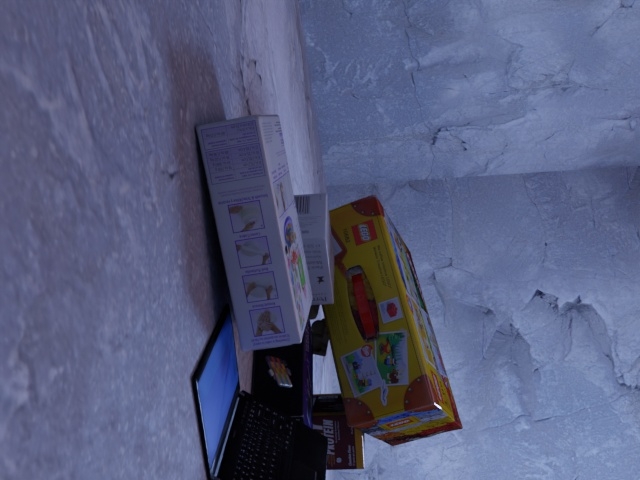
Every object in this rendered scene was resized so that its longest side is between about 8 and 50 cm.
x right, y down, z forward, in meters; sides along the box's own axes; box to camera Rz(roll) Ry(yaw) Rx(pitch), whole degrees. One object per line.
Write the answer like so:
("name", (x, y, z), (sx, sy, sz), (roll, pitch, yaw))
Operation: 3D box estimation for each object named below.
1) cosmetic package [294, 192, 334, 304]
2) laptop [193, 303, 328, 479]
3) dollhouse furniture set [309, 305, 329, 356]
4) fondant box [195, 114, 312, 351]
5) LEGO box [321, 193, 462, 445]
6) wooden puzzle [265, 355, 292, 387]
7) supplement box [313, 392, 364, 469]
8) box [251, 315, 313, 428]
("cosmetic package", (-0.053, 0.021, 1.337), (0.151, 0.151, 0.184), (-88, 172, -50))
("laptop", (-0.073, 0.251, 0.936), (0.137, 0.264, 0.234), (-56, -172, 18))
("dollhouse furniture set", (-0.049, 0.211, 1.494), (0.123, 0.144, 0.151), (-73, 174, -66))
("fondant box", (-0.091, -0.026, 1.015), (0.238, 0.096, 0.331), (-73, 152, -79))
("LEGO box", (0.153, 0.205, 1.565), (0.372, 0.193, 0.500), (48, 25, -59))
("wooden puzzle", (-0.065, 0.207, 1.025), (0.049, 0.006, 0.083), (64, 13, 24))
("supplement box", (0.010, 0.459, 1.574), (0.194, 0.191, 0.129), (-17, 103, -85))
("box", (-0.069, 0.263, 1.284), (0.184, 0.103, 0.261), (86, 3, -52))
